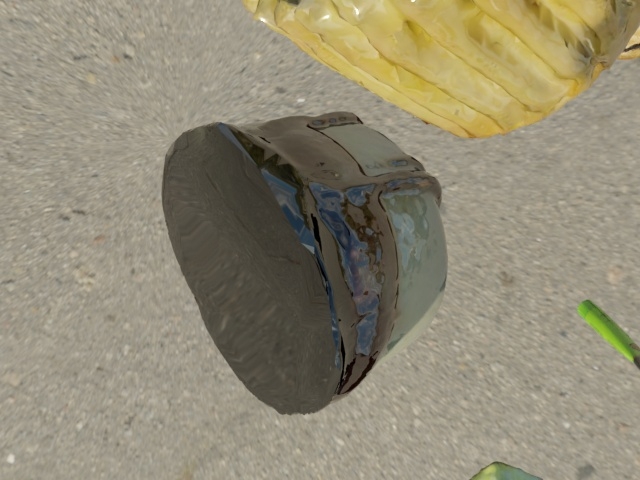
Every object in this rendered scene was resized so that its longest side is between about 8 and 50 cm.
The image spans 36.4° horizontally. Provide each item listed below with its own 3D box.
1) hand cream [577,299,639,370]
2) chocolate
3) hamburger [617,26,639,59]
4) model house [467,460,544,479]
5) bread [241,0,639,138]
[{"bbox_3d":[0.334,0.110,1.098,0.036,0.122,0.023,19,112,-35],"label":"hand cream"},{"bbox_3d":[0.000,0.000,0.882,0.186,0.284,0.283,-25,100,-28],"label":"chocolate"},{"bbox_3d":[0.460,-0.375,1.393,0.245,0.211,0.260,31,124,3],"label":"hamburger"},{"bbox_3d":[0.240,0.413,1.162,0.194,0.211,0.170,26,135,-16],"label":"model house"},{"bbox_3d":[0.088,-0.179,0.453,0.149,0.274,0.274,35,90,-29],"label":"bread"}]
